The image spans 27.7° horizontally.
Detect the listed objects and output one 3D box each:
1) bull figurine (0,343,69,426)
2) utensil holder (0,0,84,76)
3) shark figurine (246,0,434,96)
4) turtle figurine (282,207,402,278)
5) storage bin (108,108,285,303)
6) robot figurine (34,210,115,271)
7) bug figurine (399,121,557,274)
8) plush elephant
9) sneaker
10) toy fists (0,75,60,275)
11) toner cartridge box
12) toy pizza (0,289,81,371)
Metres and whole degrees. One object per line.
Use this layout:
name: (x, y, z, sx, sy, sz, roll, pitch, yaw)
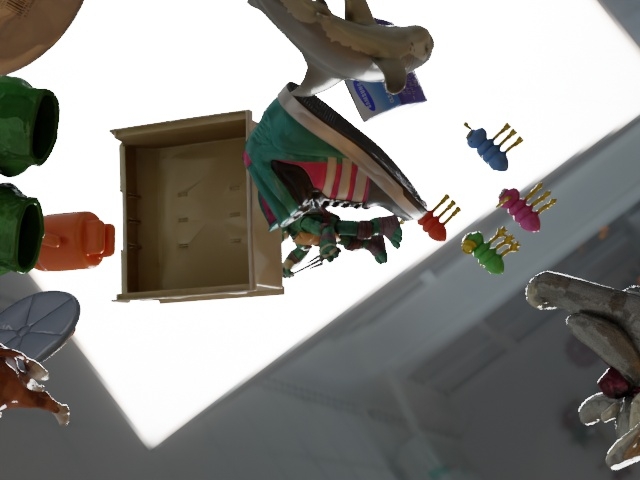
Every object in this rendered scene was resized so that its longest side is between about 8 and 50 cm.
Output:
bull figurine: (-0.484, 0.236, 1.706, 0.188, 0.310, 0.101, 32, -144, -45)
utensil holder: (-0.525, -0.414, 1.685, 0.385, 0.327, 0.327, 32, 172, 39)
shark figurine: (-0.016, -0.200, 1.279, 0.278, 0.116, 0.166, 27, -139, -21)
turtle figurine: (0.000, 0.000, 2.027, 0.175, 0.234, 0.118, 165, 102, -72)
storage bin: (-0.192, -0.042, 1.945, 0.123, 0.260, 0.262, 13, -107, -65)
robot figurine: (-0.543, 0.002, 2.752, 0.158, 0.219, 0.128, -58, -43, -55)
bug figurine: (0.267, -0.059, 2.200, 0.216, 0.279, 0.072, 45, -140, 9)
plush elephant: (0.490, 0.212, 1.982, 0.272, 0.255, 0.330, 8, -173, -39)
sneaker: (0.001, -0.073, 1.813, 0.295, 0.178, 0.123, 37, -162, -31)
toy fists: (-0.443, -0.087, 1.773, 0.142, 0.279, 0.096, 8, 180, 17)
toner cartridge box: (0.101, -0.297, 2.245, 0.165, 0.075, 0.348, 65, -166, -1)
toy pizza: (-0.475, 0.157, 2.107, 0.032, 0.201, 0.201, 62, 179, -33)
